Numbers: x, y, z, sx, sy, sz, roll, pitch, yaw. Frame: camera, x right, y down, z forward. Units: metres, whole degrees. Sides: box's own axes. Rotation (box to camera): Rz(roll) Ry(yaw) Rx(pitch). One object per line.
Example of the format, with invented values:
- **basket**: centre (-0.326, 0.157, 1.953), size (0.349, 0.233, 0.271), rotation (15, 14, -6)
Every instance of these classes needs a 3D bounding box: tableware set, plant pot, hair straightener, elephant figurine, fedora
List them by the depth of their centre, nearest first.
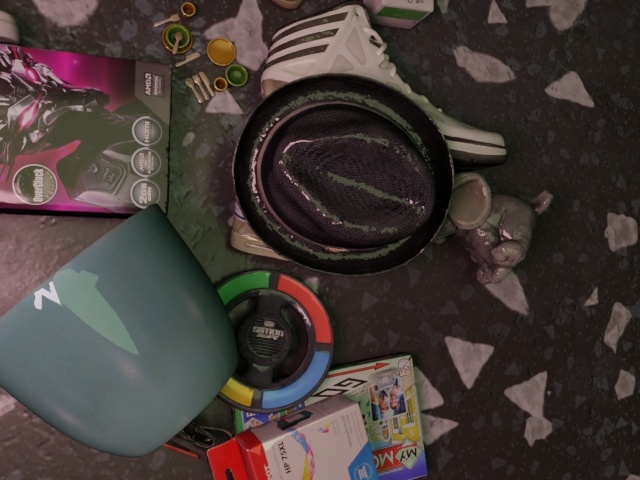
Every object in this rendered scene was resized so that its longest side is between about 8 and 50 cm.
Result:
- **plant pot**: centre (-0.249, 0.132, 0.788), size (0.293, 0.293, 0.235), rotation (-43, 99, -16)
- **fedora**: centre (0.042, -0.088, 0.847), size (0.335, 0.152, 0.333), rotation (-1, 97, -6)
- **hair straightener**: centre (-0.218, 0.289, 0.905), size (0.231, 0.047, 0.089), rotation (32, 122, -15)
- **tableware set**: centre (-0.189, -0.309, 0.979), size (0.104, 0.024, 0.154), rotation (-32, 97, -18)
- **elephant figurine**: centre (0.245, -0.044, 1.060), size (0.240, 0.169, 0.186), rotation (34, 47, 1)

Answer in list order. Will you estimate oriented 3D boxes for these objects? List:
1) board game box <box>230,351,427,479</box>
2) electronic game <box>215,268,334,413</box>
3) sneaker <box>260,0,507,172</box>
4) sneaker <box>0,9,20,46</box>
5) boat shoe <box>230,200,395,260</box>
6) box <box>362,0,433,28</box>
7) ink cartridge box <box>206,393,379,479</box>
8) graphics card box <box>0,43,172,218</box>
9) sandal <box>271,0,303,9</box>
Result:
- **board game box**: centre (0.017, 0.320, 1.008), size (0.318, 0.046, 0.213), rotation (-8, 89, -20)
- **electronic game**: centre (-0.088, 0.155, 0.952), size (0.230, 0.048, 0.229), rotation (6, 69, -15)
- **sneaker**: centre (0.123, -0.262, 1.010), size (0.448, 0.169, 0.257), rotation (8, 86, -16)
- **sneaker**: centre (-0.556, -0.364, 0.809), size (0.293, 0.108, 0.169), rotation (7, 88, -18)
- **boat shoe**: centre (0.000, 0.000, 0.994), size (0.303, 0.109, 0.094), rotation (16, 111, -8)
- **box**: centre (0.134, -0.442, 1.066), size (0.101, 0.087, 0.101), rotation (-1, 88, -19)
- **ink cartridge box**: centre (-0.040, 0.342, 0.919), size (0.231, 0.078, 0.134), rotation (-17, 95, -20)
- **graphics card box**: centre (-0.404, -0.151, 0.859), size (0.371, 0.094, 0.232), rotation (3, 86, -20)
- **sandal**: centre (-0.103, -0.450, 1.003), size (0.180, 0.049, 0.072), rotation (25, 79, -17)
